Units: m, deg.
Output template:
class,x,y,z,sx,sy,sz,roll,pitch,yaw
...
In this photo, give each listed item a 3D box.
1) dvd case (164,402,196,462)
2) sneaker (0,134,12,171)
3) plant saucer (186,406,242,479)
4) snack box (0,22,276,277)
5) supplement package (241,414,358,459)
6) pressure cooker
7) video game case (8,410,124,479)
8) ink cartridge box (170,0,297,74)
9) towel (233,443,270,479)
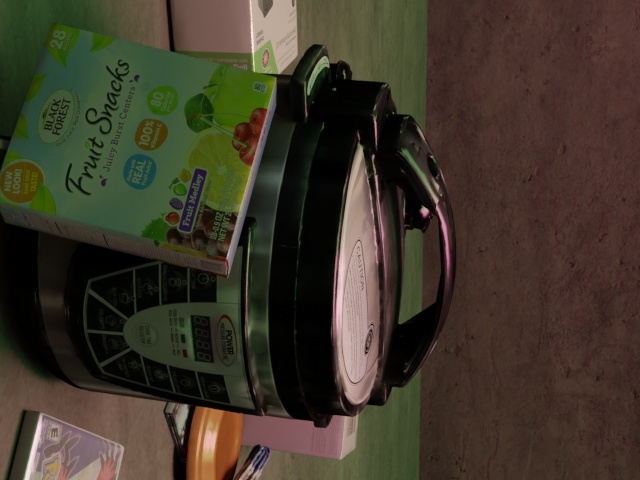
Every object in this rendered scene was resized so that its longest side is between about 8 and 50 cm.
class,x,y,z,sx,sy,sz,roll,pitch,yaw
dvd case,-0.189,0.244,1.686,0.119,0.013,0.087,82,19,-45
sneaker,-0.315,-0.030,0.964,0.228,0.086,0.132,5,93,-77
plant saucer,-0.151,0.297,1.756,0.200,0.037,0.200,5,90,-80
snack box,-0.158,-0.078,1.044,0.070,0.207,0.175,98,5,-72
supplement package,-0.035,0.288,1.961,0.105,0.179,0.105,-6,101,-75
pressure cooker,-0.066,-0.003,1.264,0.370,0.420,0.376,51,46,-72
video game case,-0.281,0.300,1.281,0.183,0.023,0.201,46,50,-61
ink cartridge box,-0.112,-0.347,1.563,0.198,0.114,0.273,-58,150,-60
towel,-0.149,0.448,1.766,0.285,0.034,0.209,-53,163,-64
